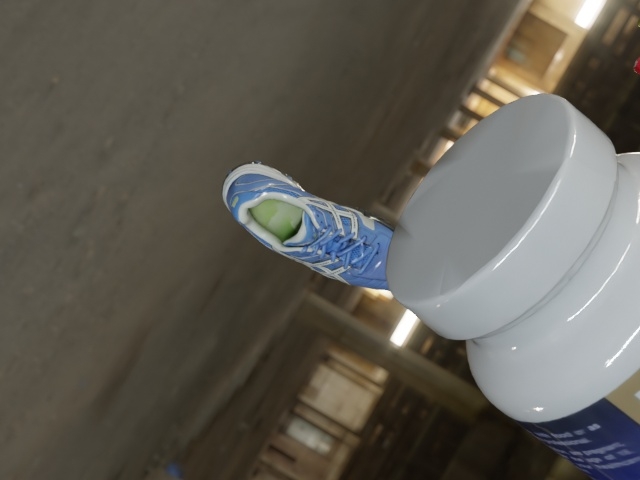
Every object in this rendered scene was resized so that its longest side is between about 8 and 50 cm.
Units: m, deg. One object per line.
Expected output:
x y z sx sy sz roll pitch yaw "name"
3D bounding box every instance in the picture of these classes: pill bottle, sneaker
0.170 0.051 0.727 0.153 0.264 0.153 -43 -156 25 "pill bottle"
0.000 0.000 1.377 0.081 0.211 0.080 -96 -150 -71 "sneaker"

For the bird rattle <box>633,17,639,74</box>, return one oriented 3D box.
0.381 -0.219 1.325 0.206 0.143 0.254 -22 -144 19 "bird rattle"
